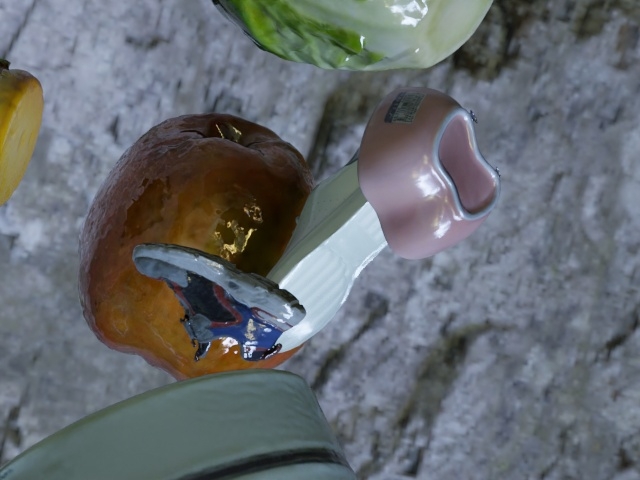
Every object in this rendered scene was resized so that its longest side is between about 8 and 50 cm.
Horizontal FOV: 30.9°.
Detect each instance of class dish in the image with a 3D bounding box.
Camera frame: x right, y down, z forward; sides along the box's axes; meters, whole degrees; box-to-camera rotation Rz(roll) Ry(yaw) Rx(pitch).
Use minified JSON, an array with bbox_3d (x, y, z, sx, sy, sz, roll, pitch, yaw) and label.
[{"bbox_3d":[0.146,-0.086,1.393,0.090,0.213,0.213,-7,-112,44],"label":"dish"}]

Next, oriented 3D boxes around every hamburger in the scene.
[{"bbox_3d":[-0.531,-0.170,1.745,0.246,0.169,0.246,-163,-90,-90],"label":"hamburger"}]

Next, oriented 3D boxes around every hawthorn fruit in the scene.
[{"bbox_3d":[-0.188,0.007,1.987,0.472,0.471,0.472,-166,-90,-72],"label":"hawthorn fruit"}]

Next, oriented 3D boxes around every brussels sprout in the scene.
[{"bbox_3d":[0.017,-0.257,1.033,0.210,0.271,0.219,-44,160,-35],"label":"brussels sprout"}]

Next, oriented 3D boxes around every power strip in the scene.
[{"bbox_3d":[-0.137,0.267,1.017,0.161,0.357,0.357,64,-36,24],"label":"power strip"}]

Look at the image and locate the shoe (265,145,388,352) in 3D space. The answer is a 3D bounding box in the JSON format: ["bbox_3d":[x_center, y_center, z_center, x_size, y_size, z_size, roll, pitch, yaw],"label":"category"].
[{"bbox_3d":[0.000,0.000,1.758,0.363,0.132,0.160,-47,-142,4],"label":"shoe"}]

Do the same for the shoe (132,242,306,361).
[{"bbox_3d":[-0.137,0.084,1.426,0.099,0.227,0.126,-19,132,-81],"label":"shoe"}]
